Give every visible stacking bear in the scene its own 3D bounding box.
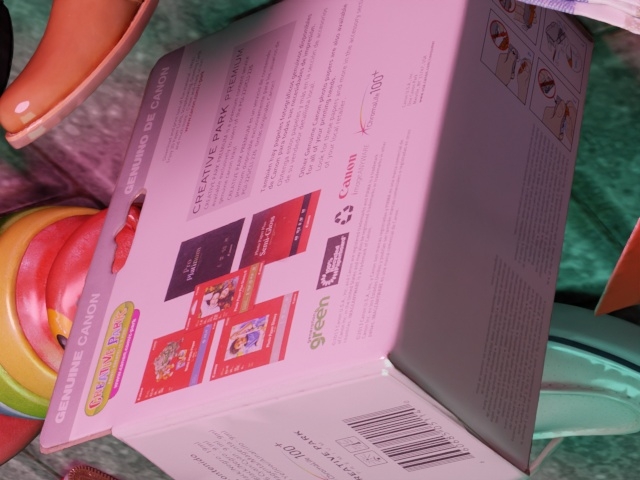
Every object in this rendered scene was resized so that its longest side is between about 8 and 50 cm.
[{"bbox_3d":[-0.177,0.048,1.377,0.289,0.164,0.175,-17,106,54],"label":"stacking bear"}]

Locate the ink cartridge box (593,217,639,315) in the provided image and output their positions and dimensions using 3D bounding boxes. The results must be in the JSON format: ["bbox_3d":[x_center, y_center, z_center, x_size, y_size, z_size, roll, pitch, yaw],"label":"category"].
[{"bbox_3d":[0.365,-0.012,1.052,0.385,0.091,0.308,-10,159,-8],"label":"ink cartridge box"}]

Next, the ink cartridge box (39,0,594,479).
[{"bbox_3d":[0.000,0.000,1.161,0.272,0.309,0.130,-17,136,38],"label":"ink cartridge box"}]

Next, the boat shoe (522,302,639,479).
[{"bbox_3d":[0.082,0.132,1.445,0.367,0.156,0.136,6,145,12],"label":"boat shoe"}]

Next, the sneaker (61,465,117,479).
[{"bbox_3d":[-0.195,0.254,1.830,0.118,0.042,0.067,33,138,-14],"label":"sneaker"}]

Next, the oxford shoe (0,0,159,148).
[{"bbox_3d":[-0.127,-0.147,1.099,0.076,0.212,0.076,39,162,-25],"label":"oxford shoe"}]

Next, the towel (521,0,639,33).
[{"bbox_3d":[0.216,-0.178,0.922,0.285,0.209,0.034,13,161,2],"label":"towel"}]

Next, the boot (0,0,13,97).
[{"bbox_3d":[-0.392,-0.093,1.141,0.445,0.146,0.367,8,104,13],"label":"boot"}]
